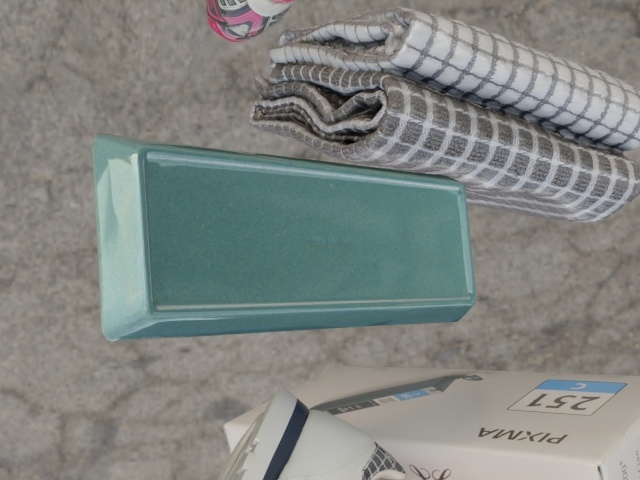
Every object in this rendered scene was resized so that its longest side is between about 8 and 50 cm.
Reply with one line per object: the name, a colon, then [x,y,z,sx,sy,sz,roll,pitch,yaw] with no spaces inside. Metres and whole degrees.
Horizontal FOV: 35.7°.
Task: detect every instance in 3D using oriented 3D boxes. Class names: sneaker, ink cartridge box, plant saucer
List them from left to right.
sneaker: [-0.074,-0.329,0.975,0.120,0.299,0.112,23,139,-29]
sneaker: [-0.027,0.186,0.494,0.094,0.235,0.090,31,144,-7]
plant saucer: [0.000,0.000,0.377,0.018,0.067,0.192,-11,171,43]
ink cartridge box: [0.049,0.155,0.634,0.296,0.066,0.261,-4,-169,40]

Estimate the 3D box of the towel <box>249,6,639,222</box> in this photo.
towel: [0.089,-0.096,0.807,0.235,0.121,0.283,12,-177,-25]
